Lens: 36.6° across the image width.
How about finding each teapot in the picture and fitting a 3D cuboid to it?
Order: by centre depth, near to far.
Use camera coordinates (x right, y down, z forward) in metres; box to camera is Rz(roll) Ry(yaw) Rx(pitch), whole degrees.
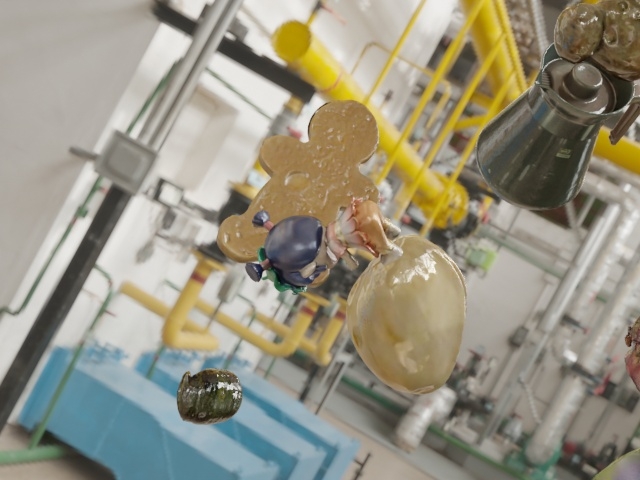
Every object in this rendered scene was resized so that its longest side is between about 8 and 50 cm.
[{"bbox_3d":[0.514,-0.239,2.050,0.300,0.253,0.344,-4,-28,-16],"label":"teapot"}]

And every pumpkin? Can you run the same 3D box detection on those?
[{"bbox_3d":[-0.222,0.329,2.046,0.107,0.119,0.183,9,0,18],"label":"pumpkin"}]

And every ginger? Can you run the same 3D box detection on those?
[{"bbox_3d":[0.574,-0.397,1.740,0.244,0.304,0.155,45,15,-37],"label":"ginger"}]

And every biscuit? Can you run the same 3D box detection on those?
[{"bbox_3d":[-0.012,-0.085,1.590,0.215,0.340,0.047,25,-20,1],"label":"biscuit"}]

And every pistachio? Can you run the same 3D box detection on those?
[{"bbox_3d":[0.167,0.134,1.814,0.229,0.309,0.230,-11,22,5],"label":"pistachio"}]

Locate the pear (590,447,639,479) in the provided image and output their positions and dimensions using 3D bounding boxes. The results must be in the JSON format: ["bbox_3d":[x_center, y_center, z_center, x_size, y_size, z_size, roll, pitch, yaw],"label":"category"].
[{"bbox_3d":[0.619,0.530,1.684,0.398,0.399,0.165,29,5,9],"label":"pear"}]

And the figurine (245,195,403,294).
[{"bbox_3d":[0.000,0.000,1.277,0.102,0.194,0.111,55,20,-36],"label":"figurine"}]

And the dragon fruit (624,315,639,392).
[{"bbox_3d":[0.606,0.166,1.321,0.296,0.263,0.314,29,24,-17],"label":"dragon fruit"}]
